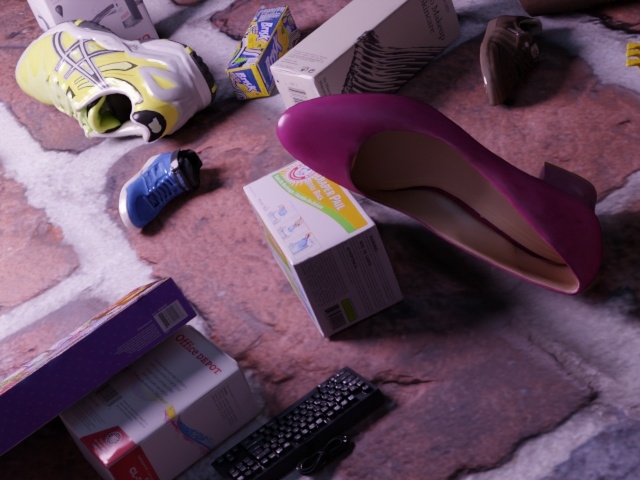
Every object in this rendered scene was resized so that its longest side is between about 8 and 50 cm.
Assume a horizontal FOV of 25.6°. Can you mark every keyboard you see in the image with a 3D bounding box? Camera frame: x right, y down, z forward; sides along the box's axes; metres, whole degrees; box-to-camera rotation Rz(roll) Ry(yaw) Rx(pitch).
[{"bbox_3d":[-0.019,0.200,1.449,0.180,0.023,0.108,-35,36,-16],"label":"keyboard"}]

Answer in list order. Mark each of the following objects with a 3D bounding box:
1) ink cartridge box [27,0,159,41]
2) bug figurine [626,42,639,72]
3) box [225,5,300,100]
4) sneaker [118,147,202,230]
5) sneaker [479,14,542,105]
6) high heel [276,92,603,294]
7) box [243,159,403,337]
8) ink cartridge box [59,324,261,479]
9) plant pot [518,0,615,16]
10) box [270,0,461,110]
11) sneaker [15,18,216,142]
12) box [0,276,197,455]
[{"bbox_3d":[-0.375,-0.378,2.267,0.158,0.218,0.092,-35,41,-17],"label":"ink cartridge box"},{"bbox_3d":[0.493,-0.176,1.623,0.279,0.072,0.216,-1,46,21],"label":"bug figurine"},{"bbox_3d":[-0.085,-0.282,2.109,0.054,0.059,0.169,-6,38,25],"label":"box"},{"bbox_3d":[-0.210,-0.074,1.898,0.084,0.058,0.152,-14,28,28],"label":"sneaker"},{"bbox_3d":[0.254,-0.248,1.862,0.071,0.066,0.188,-9,37,18],"label":"sneaker"},{"bbox_3d":[0.123,-0.053,1.512,0.377,0.127,0.181,13,33,4],"label":"high heel"},{"bbox_3d":[0.000,0.000,1.629,0.103,0.114,0.203,-26,33,-6],"label":"box"},{"bbox_3d":[-0.171,0.186,1.510,0.175,0.072,0.127,-35,36,-17],"label":"ink cartridge box"},{"bbox_3d":[0.366,-0.406,1.917,0.230,0.215,0.215,-27,31,20],"label":"plant pot"},{"bbox_3d":[0.067,-0.264,1.954,0.094,0.113,0.275,20,54,45],"label":"box"},{"bbox_3d":[-0.341,-0.235,2.120,0.384,0.145,0.147,8,44,39],"label":"sneaker"},{"bbox_3d":[-0.289,0.148,1.564,0.293,0.057,0.201,-35,5,-18],"label":"box"}]
